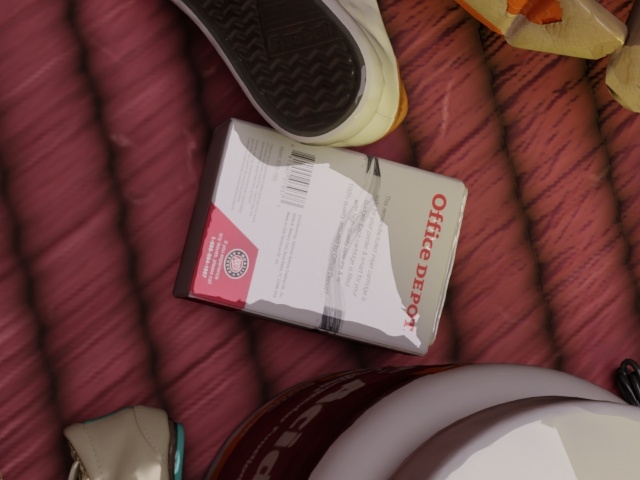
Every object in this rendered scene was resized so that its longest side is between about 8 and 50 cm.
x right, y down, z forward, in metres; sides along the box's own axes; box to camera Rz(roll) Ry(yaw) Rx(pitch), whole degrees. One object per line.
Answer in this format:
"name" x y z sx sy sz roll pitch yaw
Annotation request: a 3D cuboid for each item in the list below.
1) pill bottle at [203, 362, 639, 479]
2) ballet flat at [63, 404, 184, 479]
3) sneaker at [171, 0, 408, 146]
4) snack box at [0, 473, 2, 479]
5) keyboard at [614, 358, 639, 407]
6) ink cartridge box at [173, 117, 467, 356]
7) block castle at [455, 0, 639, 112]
"pill bottle" 0.069 0.174 0.976 0.224 0.392 0.224 1 85 -13
"ballet flat" -0.120 0.218 1.090 0.086 0.086 0.248 2 76 -13
"sneaker" -0.046 -0.171 1.142 0.106 0.123 0.290 -35 74 17
"snack box" -0.243 0.183 1.085 0.141 0.037 0.100 -15 91 -14
"keyboard" 0.282 0.121 1.218 0.201 0.033 0.317 -16 89 -17
"ink cartridge box" 0.000 0.000 1.143 0.150 0.063 0.109 15 83 -12
"block castle" 0.144 -0.315 1.070 0.453 0.303 0.213 38 47 -12
